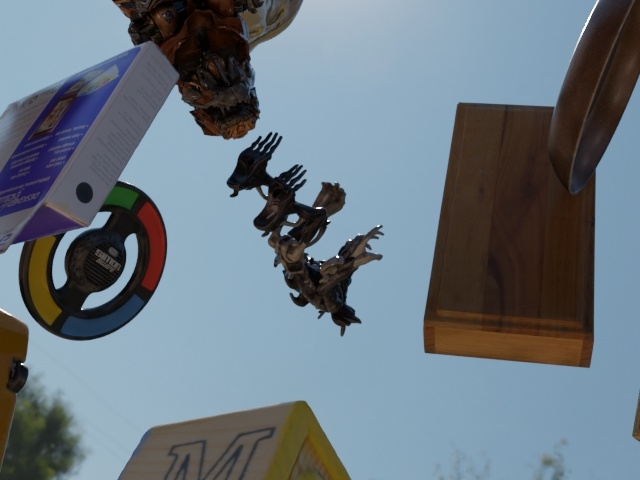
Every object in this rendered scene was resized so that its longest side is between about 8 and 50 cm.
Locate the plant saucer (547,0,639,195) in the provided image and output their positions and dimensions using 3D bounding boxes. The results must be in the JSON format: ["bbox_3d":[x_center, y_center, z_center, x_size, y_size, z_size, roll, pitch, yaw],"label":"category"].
[{"bbox_3d":[0.349,-0.208,1.256,0.050,0.310,0.310,24,-33,19],"label":"plant saucer"}]

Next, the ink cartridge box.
[{"bbox_3d":[-0.222,-0.043,0.764,0.206,0.208,0.045,-11,-48,43],"label":"ink cartridge box"}]

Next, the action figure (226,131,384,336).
[{"bbox_3d":[0.000,0.000,1.242,0.164,0.141,0.275,44,-11,43],"label":"action figure"}]

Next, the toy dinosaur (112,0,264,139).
[{"bbox_3d":[-0.145,-0.238,0.875,0.322,0.164,0.218,41,-20,17],"label":"toy dinosaur"}]

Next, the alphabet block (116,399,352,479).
[{"bbox_3d":[-0.086,0.297,1.015,0.197,0.193,0.192,-15,-62,28],"label":"alphabet block"}]

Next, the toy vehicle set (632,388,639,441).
[{"bbox_3d":[0.383,0.058,0.943,0.035,0.266,0.166,31,-29,-22],"label":"toy vehicle set"}]

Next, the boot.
[{"bbox_3d":[-0.081,-0.356,1.355,0.095,0.262,0.203,37,-33,8],"label":"boot"}]

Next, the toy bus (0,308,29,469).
[{"bbox_3d":[-0.455,0.222,1.266,0.130,0.332,0.108,-32,-51,29],"label":"toy bus"}]

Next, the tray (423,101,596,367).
[{"bbox_3d":[0.263,-0.026,1.372,0.203,0.410,0.076,4,-41,12],"label":"tray"}]

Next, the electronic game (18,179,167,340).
[{"bbox_3d":[-0.304,0.028,1.392,0.048,0.229,0.229,21,-33,42],"label":"electronic game"}]
